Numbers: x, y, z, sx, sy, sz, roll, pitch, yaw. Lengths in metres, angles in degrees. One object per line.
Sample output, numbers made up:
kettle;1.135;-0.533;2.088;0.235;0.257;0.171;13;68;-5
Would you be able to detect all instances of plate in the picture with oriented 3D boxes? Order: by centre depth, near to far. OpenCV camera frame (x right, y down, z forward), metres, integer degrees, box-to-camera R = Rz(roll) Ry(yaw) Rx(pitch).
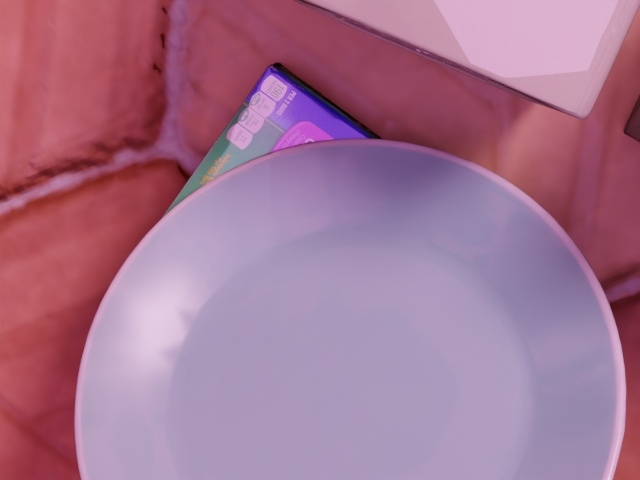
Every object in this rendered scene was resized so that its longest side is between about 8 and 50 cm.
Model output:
plate;0.009;0.054;0.543;0.188;0.024;0.188;-3;69;8

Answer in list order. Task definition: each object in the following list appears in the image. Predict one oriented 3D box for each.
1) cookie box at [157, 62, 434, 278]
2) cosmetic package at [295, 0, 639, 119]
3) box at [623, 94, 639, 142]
cookie box;0.000;0.000;0.599;0.107;0.040;0.092;35;100;-3
cosmetic package;0.093;-0.204;0.497;0.113;0.160;0.309;22;100;0
box;0.257;-0.010;0.517;0.290;0.169;0.087;25;99;1
